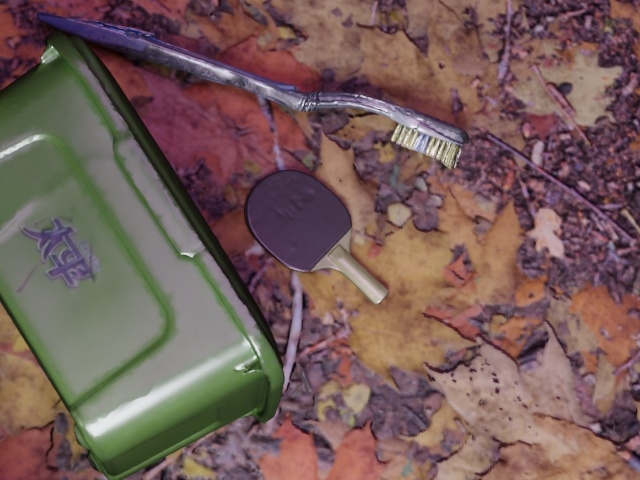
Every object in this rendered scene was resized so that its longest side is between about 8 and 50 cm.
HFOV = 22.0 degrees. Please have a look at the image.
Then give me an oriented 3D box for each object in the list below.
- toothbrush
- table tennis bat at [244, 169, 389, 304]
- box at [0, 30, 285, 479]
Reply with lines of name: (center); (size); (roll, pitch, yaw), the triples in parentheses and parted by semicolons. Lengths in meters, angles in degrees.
toothbrush: (-0.060, -0.146, 1.512); (0.413, 0.035, 0.042); (18, 100, -7)
table tennis bat: (0.000, 0.000, 1.485); (0.156, 0.013, 0.087); (44, 65, 5)
box: (-0.179, 0.027, 1.313); (0.177, 0.253, 0.329); (-30, 79, -9)
